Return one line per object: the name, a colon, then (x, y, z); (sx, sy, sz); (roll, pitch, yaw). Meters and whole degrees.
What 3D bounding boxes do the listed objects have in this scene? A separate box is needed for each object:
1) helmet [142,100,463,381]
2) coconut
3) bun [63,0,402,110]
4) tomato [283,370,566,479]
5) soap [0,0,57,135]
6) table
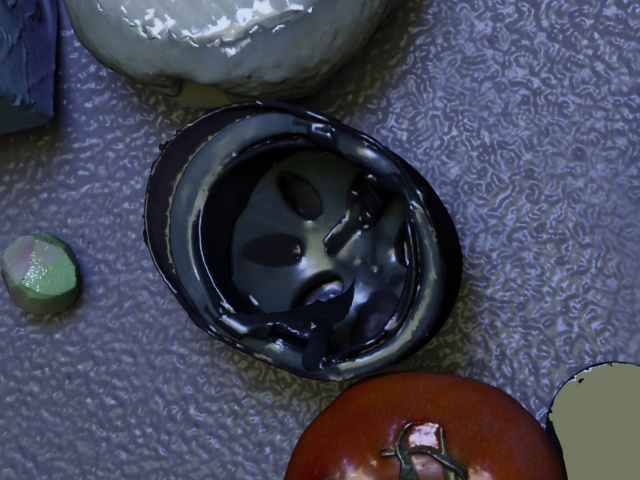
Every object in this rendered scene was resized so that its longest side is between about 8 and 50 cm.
helmet: (0.000, 0.000, 1.250); (0.305, 0.177, 0.225); (33, 101, 23)
coconut: (-0.281, 0.032, 1.351); (0.083, 0.081, 0.082); (19, 67, -6)
bun: (-0.076, -0.280, 1.283); (0.359, 0.211, 0.360); (-2, 74, 5)
tomato: (0.091, 0.236, 1.181); (0.255, 0.224, 0.256); (0, 90, 9)
soap: (-0.377, -0.323, 1.313); (0.156, 0.261, 0.446); (-12, 81, 10)
table: (0.275, 0.179, 1.243); (0.133, 0.043, 0.134); (-1, 84, 10)
